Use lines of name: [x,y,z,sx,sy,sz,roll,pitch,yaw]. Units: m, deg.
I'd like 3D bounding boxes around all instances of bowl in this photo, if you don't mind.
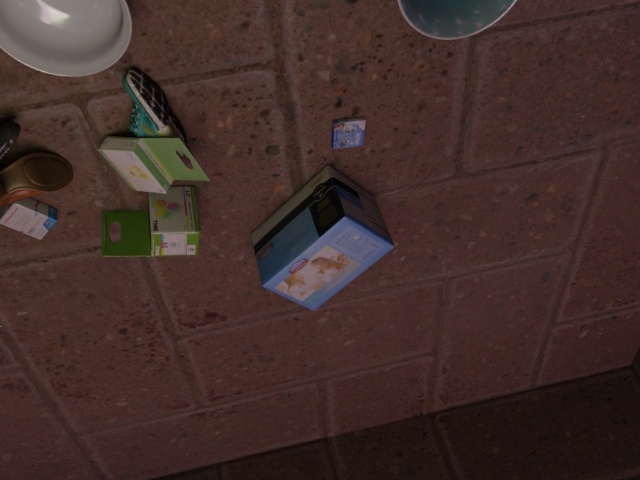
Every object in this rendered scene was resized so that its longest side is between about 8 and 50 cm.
bowl: [-0.534,-0.494,1.437,0.298,0.134,0.297,-3,140,-3]
bowl: [0.295,-0.626,1.560,0.312,0.163,0.311,-9,137,-9]

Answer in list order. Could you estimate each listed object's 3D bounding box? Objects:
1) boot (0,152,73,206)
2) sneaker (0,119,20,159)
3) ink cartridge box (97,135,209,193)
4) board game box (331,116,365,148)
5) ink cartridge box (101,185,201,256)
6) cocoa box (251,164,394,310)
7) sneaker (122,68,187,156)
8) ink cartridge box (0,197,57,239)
boot: [-0.791,-0.126,1.769,0.220,0.283,0.109,-17,103,40]
sneaker: [-0.869,-0.217,1.645,0.331,0.122,0.146,-23,134,12]
ink cartridge box: [-0.423,-0.190,1.780,0.235,0.056,0.171,7,149,28]
board game box: [0.077,-0.298,1.943,0.090,0.020,0.090,-9,137,-10]
ink cartridge box: [-0.463,-0.052,1.903,0.255,0.188,0.097,-1,137,-16]
cocoa box: [0.000,0.000,2.079,0.347,0.227,0.231,-40,133,24]
sneaker: [-0.425,-0.296,1.728,0.110,0.107,0.275,-12,138,8]
ink cartridge box: [-0.788,-0.066,1.885,0.088,0.052,0.122,-41,134,24]
